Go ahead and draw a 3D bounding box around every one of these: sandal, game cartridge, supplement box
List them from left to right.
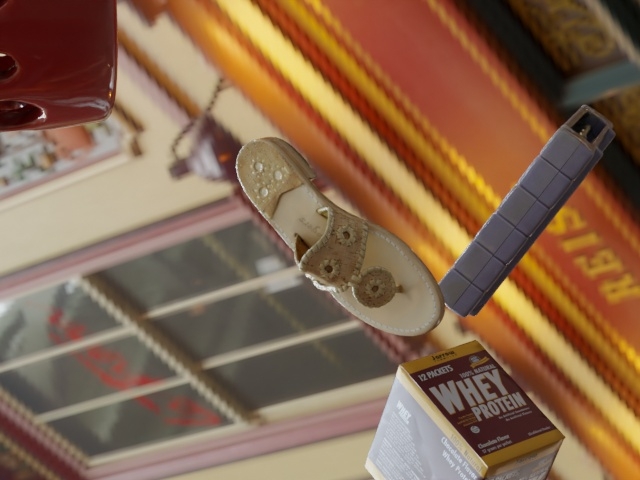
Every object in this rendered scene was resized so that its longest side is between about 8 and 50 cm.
[{"bbox_3d":[-0.003,0.005,1.509,0.240,0.088,0.079,45,-148,18],"label":"sandal"},{"bbox_3d":[0.180,0.269,2.204,0.129,0.194,0.191,-15,-132,-32],"label":"supplement box"},{"bbox_3d":[0.233,-0.036,1.926,0.068,0.230,0.355,34,-165,6],"label":"game cartridge"}]

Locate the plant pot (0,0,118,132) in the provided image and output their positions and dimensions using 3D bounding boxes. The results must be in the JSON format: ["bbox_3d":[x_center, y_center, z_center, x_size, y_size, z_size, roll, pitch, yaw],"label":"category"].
[{"bbox_3d":[-0.189,-0.141,0.791,0.174,0.191,0.191,-6,-103,-15],"label":"plant pot"}]
